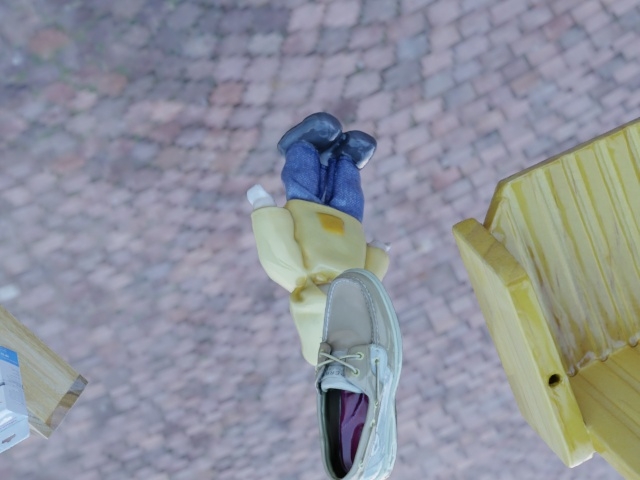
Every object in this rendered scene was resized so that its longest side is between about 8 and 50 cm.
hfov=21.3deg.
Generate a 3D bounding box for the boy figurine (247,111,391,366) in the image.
[{"bbox_3d":[0.000,0.000,1.747,0.177,0.285,0.092,28,130,-26],"label":"boy figurine"}]

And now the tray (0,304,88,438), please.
[{"bbox_3d":[-0.417,0.086,1.676,0.203,0.411,0.076,46,65,-30],"label":"tray"}]

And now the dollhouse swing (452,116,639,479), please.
[{"bbox_3d":[0.371,0.057,1.659,0.347,0.315,0.305,-24,-168,-10],"label":"dollhouse swing"}]

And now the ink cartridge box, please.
[{"bbox_3d":[-0.280,0.137,1.456,0.048,0.083,0.028,-31,145,20],"label":"ink cartridge box"}]

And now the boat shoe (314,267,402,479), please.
[{"bbox_3d":[0.020,0.085,1.047,0.050,0.135,0.045,-5,180,34],"label":"boat shoe"}]
